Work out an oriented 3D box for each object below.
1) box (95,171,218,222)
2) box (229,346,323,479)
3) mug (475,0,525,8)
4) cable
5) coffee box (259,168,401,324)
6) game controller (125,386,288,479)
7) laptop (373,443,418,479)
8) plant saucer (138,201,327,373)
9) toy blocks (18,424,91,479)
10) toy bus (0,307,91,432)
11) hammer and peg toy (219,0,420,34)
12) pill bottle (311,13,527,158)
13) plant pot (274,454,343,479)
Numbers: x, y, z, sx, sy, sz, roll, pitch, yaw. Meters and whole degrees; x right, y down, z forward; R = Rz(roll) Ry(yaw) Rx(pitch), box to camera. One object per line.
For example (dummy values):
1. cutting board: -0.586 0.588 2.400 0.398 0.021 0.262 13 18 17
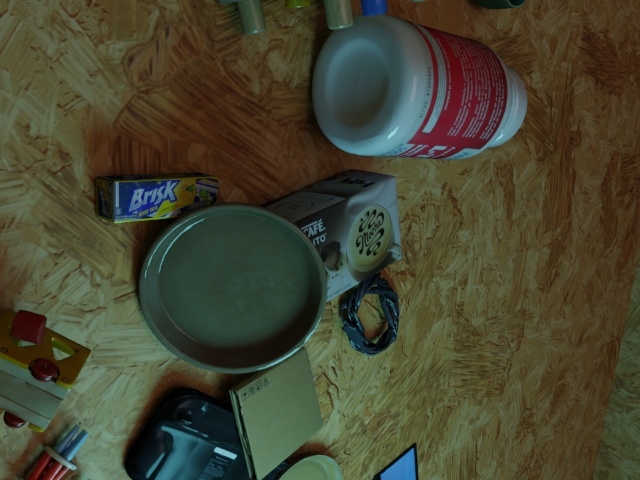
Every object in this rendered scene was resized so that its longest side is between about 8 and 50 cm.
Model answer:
1. box: -0.229 -0.063 0.916 0.168 0.054 0.059 -9 107 -45
2. box: -0.072 0.300 1.140 0.201 0.021 0.165 -22 103 -54
3. mug: 0.382 -0.552 1.377 0.158 0.097 0.129 47 67 -42
4. cable: 0.108 0.153 1.330 0.151 0.047 0.184 -57 131 -25
5. coffee box: 0.000 0.000 1.118 0.297 0.118 0.168 -25 118 -39
6. game controller: -0.177 0.365 1.090 0.166 0.067 0.319 -52 133 -4
7. laptop: 0.197 0.652 1.478 0.136 0.264 0.234 -9 110 -6
8. plant saucer: -0.128 0.071 0.965 0.277 0.041 0.278 -2 111 -5
9. toy blocks: -0.356 0.342 0.895 0.148 0.054 0.123 -53 131 -22
10. toy bus: -0.383 0.136 0.774 0.104 0.190 0.202 -87 167 -64
11. hammer and peg toy: 0.058 -0.412 0.963 0.361 0.266 0.127 -31 121 -35
12. pill bottle: 0.199 -0.263 1.172 0.407 0.229 0.229 -5 104 -44
13. plant pot: -0.047 0.533 1.276 0.236 0.032 0.236 -15 111 -43
